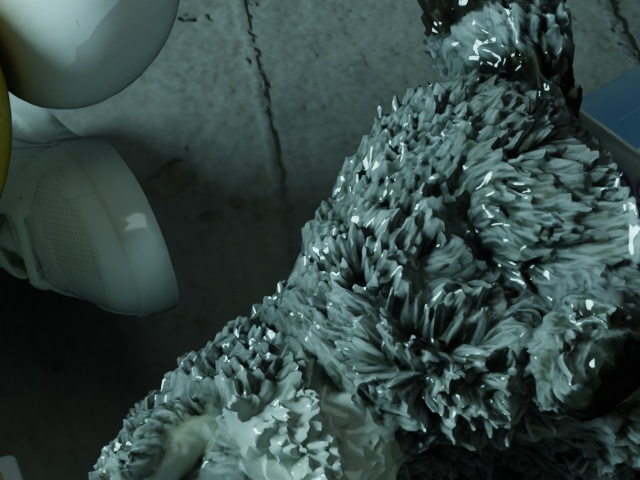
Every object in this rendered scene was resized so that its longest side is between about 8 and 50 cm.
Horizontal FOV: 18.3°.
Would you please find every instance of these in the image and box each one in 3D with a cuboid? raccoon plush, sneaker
[{"bbox_3d":[0.000,0.000,1.114,0.299,0.216,0.446,-6,57,-8],"label":"raccoon plush"},{"bbox_3d":[-0.203,0.000,1.165,0.169,0.108,0.292,-22,23,-20],"label":"sneaker"}]

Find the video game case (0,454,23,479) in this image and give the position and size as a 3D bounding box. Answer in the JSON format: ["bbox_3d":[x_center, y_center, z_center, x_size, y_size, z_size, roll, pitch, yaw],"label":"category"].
[{"bbox_3d":[-0.235,0.206,1.040,0.201,0.023,0.183,-13,47,-16],"label":"video game case"}]

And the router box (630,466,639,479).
[{"bbox_3d":[0.265,0.113,1.159,0.179,0.046,0.133,-21,49,-24],"label":"router box"}]

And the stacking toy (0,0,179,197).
[{"bbox_3d":[-0.286,-0.054,1.020,0.480,0.350,0.350,-33,55,-19],"label":"stacking toy"}]

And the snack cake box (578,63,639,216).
[{"bbox_3d":[0.267,-0.060,1.260,0.264,0.152,0.089,-31,54,-30],"label":"snack cake box"}]
